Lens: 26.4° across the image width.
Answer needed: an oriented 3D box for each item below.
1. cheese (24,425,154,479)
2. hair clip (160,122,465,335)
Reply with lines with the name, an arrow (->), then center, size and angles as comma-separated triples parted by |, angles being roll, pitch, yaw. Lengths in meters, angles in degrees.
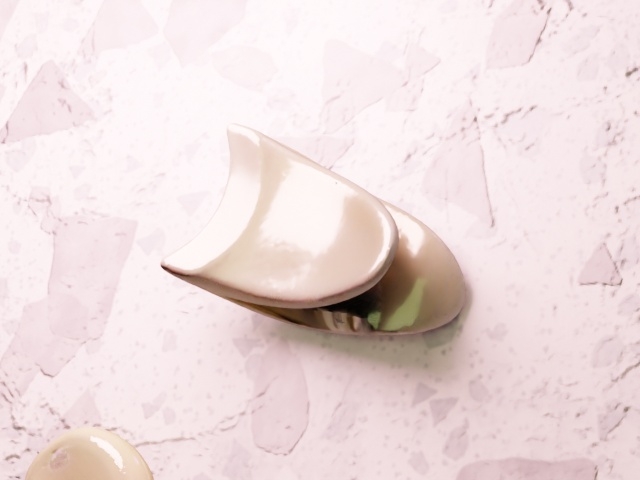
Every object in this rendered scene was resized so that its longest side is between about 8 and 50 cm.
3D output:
cheese -> -0.208, 0.291, 1.349 | 0.137, 0.064, 0.227 | -42, 60, 6
hair clip -> 0.004, 0.005, 1.347 | 0.282, 0.113, 0.172 | 17, 78, 35
